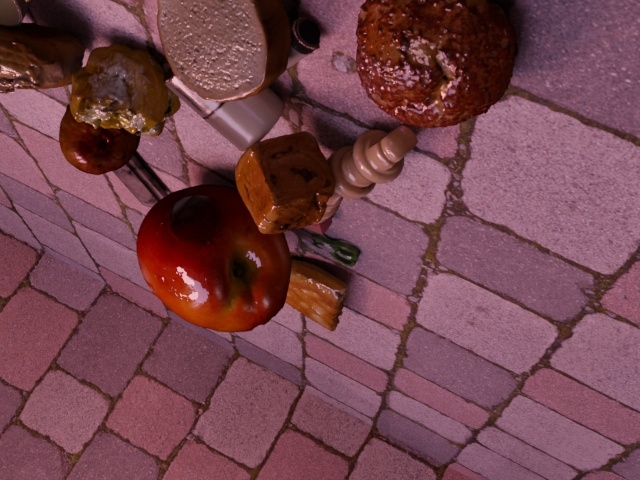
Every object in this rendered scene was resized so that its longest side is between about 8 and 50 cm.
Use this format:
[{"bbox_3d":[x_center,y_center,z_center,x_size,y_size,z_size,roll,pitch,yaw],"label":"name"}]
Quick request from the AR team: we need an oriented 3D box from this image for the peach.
[{"bbox_3d":[-0.260,0.026,1.929,0.406,0.335,0.310,39,165,38],"label":"peach"}]

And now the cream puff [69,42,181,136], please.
[{"bbox_3d":[-0.398,-0.303,1.667,0.221,0.195,0.195,14,155,9],"label":"cream puff"}]

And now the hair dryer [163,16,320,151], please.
[{"bbox_3d":[-0.106,-0.296,1.393,0.203,0.128,0.362,41,148,-22],"label":"hair dryer"}]

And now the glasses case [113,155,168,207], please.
[{"bbox_3d":[-0.526,-0.203,2.149,0.114,0.060,0.299,13,151,36],"label":"glasses case"}]

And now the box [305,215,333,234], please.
[{"bbox_3d":[-0.051,-0.083,1.818,0.156,0.060,0.111,20,154,22],"label":"box"}]

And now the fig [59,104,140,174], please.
[{"bbox_3d":[-0.564,-0.281,1.916,0.290,0.190,0.191,39,163,27],"label":"fig"}]

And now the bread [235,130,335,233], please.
[{"bbox_3d":[-0.068,-0.106,1.508,0.143,0.149,0.158,-52,55,53],"label":"bread"}]

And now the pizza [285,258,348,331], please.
[{"bbox_3d":[-0.043,0.114,2.184,0.257,0.087,0.268,31,157,10],"label":"pizza"}]

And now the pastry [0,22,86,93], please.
[{"bbox_3d":[-0.621,-0.381,1.673,0.257,0.121,0.236,4,-157,-15],"label":"pastry"}]

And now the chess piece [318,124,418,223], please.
[{"bbox_3d":[0.060,-0.127,1.526,0.117,0.117,0.397,37,155,-15],"label":"chess piece"}]

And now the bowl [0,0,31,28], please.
[{"bbox_3d":[-0.635,-0.523,1.555,0.211,0.112,0.211,26,156,12],"label":"bowl"}]

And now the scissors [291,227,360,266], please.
[{"bbox_3d":[0.000,0.000,1.966,0.204,0.027,0.101,28,156,3],"label":"scissors"}]

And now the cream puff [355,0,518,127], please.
[{"bbox_3d":[0.149,-0.250,1.101,0.240,0.164,0.240,27,152,16],"label":"cream puff"}]

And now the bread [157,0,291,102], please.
[{"bbox_3d":[-0.154,-0.332,1.278,0.236,0.070,0.236,14,118,28],"label":"bread"}]
